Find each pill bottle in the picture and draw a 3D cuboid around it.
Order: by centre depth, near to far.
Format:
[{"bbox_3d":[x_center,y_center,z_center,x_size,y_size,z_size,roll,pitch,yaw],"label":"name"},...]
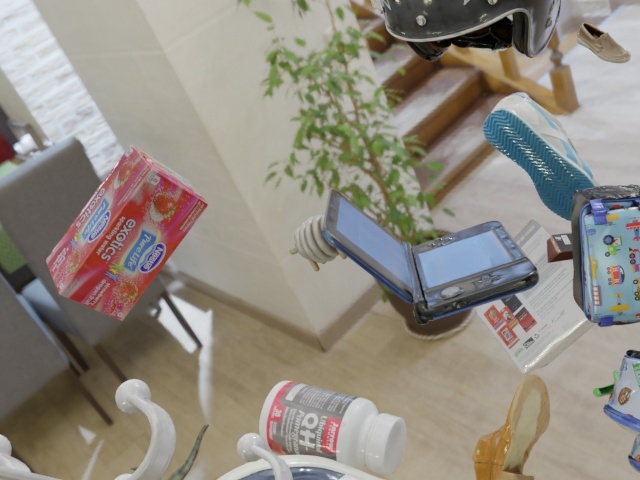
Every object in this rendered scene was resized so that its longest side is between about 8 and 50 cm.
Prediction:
[{"bbox_3d":[0.031,0.444,1.642,0.318,0.176,0.176,6,42,29],"label":"pill bottle"}]

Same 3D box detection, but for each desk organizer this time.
[{"bbox_3d":[0.566,0.014,1.588,0.130,0.050,0.047,-6,60,-27],"label":"desk organizer"}]

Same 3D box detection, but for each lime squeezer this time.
[{"bbox_3d":[0.553,0.235,1.186,0.310,0.059,0.110,-12,-9,-23],"label":"lime squeezer"}]

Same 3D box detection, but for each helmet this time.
[{"bbox_3d":[0.129,-0.239,0.621,0.169,0.161,0.169,-12,69,34],"label":"helmet"}]

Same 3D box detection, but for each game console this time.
[{"bbox_3d":[0.152,-0.013,1.042,0.250,0.173,0.293,-19,15,8],"label":"game console"}]

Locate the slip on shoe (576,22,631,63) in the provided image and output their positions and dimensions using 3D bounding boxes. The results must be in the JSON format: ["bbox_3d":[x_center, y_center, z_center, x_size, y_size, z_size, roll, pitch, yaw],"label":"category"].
[{"bbox_3d":[0.616,-0.430,1.524,0.051,0.041,0.135,-27,51,-16],"label":"slip on shoe"}]

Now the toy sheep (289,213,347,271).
[{"bbox_3d":[0.000,0.000,1.196,0.132,0.091,0.091,-26,27,27],"label":"toy sheep"}]

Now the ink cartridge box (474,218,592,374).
[{"bbox_3d":[0.561,0.135,1.783,0.130,0.309,0.272,-6,53,-45],"label":"ink cartridge box"}]

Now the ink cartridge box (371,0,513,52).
[{"bbox_3d":[0.239,-0.444,1.143,0.207,0.117,0.283,-42,50,-15],"label":"ink cartridge box"}]

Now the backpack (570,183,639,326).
[{"bbox_3d":[0.374,0.015,0.776,0.173,0.158,0.117,-3,12,11],"label":"backpack"}]

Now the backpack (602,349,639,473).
[{"bbox_3d":[0.555,0.268,1.024,0.263,0.276,0.213,28,86,22],"label":"backpack"}]

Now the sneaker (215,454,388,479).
[{"bbox_3d":[0.045,0.319,0.716,0.350,0.131,0.148,10,9,-12],"label":"sneaker"}]

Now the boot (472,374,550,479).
[{"bbox_3d":[0.447,0.472,1.697,0.211,0.104,0.295,145,140,-70],"label":"boot"}]

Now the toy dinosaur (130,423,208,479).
[{"bbox_3d":[-0.267,0.403,1.081,0.118,0.064,0.268,-18,31,48],"label":"toy dinosaur"}]

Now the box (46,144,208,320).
[{"bbox_3d":[-0.326,-0.012,1.179,0.257,0.128,0.122,-52,41,4],"label":"box"}]

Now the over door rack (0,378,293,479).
[{"bbox_3d":[-0.209,0.178,0.386,0.324,0.239,0.108,-40,47,9],"label":"over door rack"}]

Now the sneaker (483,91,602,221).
[{"bbox_3d":[0.345,-0.125,1.039,0.087,0.229,0.092,-34,11,49],"label":"sneaker"}]
